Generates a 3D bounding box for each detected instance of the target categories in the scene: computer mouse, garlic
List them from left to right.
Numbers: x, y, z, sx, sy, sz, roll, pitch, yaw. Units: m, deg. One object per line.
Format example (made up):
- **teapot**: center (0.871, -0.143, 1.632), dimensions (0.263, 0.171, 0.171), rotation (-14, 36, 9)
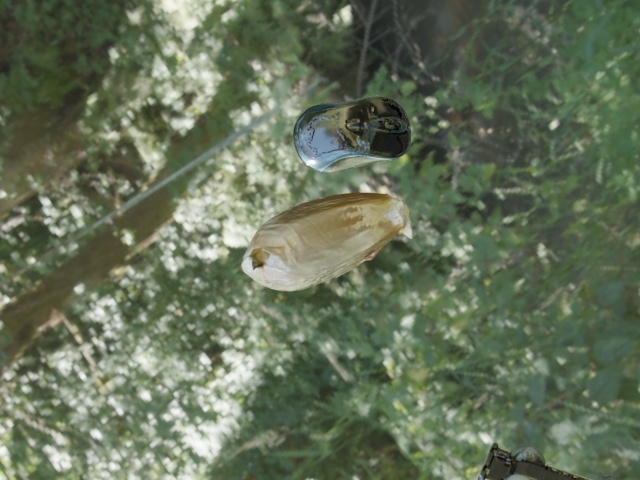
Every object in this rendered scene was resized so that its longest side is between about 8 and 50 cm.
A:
- **garlic**: center (-0.012, 0.003, 0.974), dimensions (0.128, 0.198, 0.090), rotation (-15, 90, 60)
- **computer mouse**: center (0.064, -0.210, 1.814), dimensions (0.096, 0.233, 0.137), rotation (146, 114, -81)

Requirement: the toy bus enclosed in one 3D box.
- **toy bus**: center (0.396, 0.468, 1.523), dimensions (0.305, 0.179, 0.143), rotation (17, -165, 16)
